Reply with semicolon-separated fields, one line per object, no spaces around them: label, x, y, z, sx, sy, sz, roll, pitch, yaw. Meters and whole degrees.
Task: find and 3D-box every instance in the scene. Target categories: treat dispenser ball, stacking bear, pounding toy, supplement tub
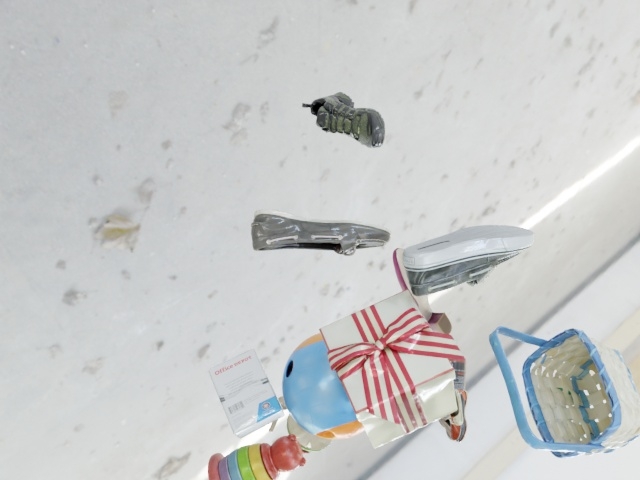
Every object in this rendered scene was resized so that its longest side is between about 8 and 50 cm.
treat dispenser ball;0.039;0.387;1.658;0.288;0.288;0.288;-33;148;-23
stacking bear;-0.190;0.706;1.925;0.289;0.175;0.164;-25;168;3
pounding toy;-0.077;0.692;2.240;0.183;0.237;0.110;-70;-173;-51
supplement tub;0.429;0.485;2.044;0.106;0.106;0.198;28;64;-60

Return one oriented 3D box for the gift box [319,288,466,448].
gift box;0.169;0.291;1.357;0.255;0.276;0.258;-28;139;-6

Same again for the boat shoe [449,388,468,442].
boat shoe;0.356;0.457;1.604;0.043;0.049;0.137;15;79;-37

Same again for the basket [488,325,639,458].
basket;0.479;0.302;1.202;0.289;0.254;0.201;19;132;-22

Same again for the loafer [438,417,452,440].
loafer;0.457;0.654;2.184;0.045;0.125;0.039;5;117;-17

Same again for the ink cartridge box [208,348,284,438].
ink cartridge box;-0.199;0.412;1.657;0.140;0.190;0.082;-25;152;-8

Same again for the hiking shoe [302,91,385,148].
hiking shoe;0.050;-0.255;1.343;0.114;0.227;0.086;-16;126;-26

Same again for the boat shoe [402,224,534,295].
boat shoe;0.333;0.044;1.389;0.335;0.121;0.119;-11;108;-18

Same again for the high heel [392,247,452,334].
high heel;0.312;0.195;2.192;0.127;0.377;0.181;-38;-164;-35

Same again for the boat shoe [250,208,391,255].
boat shoe;0.000;0.000;1.451;0.335;0.095;0.112;8;164;-8
